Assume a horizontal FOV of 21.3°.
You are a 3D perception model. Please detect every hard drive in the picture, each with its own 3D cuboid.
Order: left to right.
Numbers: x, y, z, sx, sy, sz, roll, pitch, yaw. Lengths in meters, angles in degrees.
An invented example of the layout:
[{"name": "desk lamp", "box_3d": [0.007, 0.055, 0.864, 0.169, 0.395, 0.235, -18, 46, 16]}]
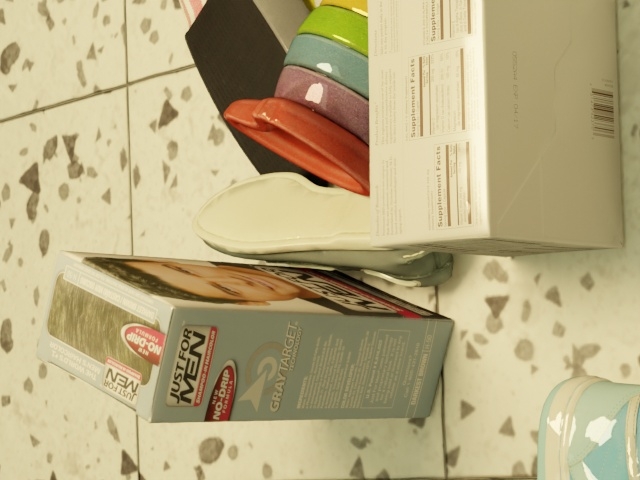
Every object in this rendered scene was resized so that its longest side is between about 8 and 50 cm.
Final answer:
[{"name": "hard drive", "box_3d": [-0.055, -0.178, 1.867, 0.254, 0.054, 0.172, 59, 137, 19]}]

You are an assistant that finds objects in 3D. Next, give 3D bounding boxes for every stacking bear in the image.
[{"name": "stacking bear", "box_3d": [0.056, -0.206, 1.695, 0.289, 0.164, 0.175, -60, 18, -6]}]

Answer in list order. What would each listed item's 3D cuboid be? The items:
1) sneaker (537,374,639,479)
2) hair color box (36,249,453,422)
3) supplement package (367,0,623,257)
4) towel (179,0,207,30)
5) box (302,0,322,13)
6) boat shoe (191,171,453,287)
[{"name": "sneaker", "box_3d": [0.294, 0.273, 1.469, 0.208, 0.127, 0.319, -9, 82, 46]}, {"name": "hair color box", "box_3d": [-0.067, 0.095, 1.670, 0.185, 0.374, 0.113, 22, 102, 44]}, {"name": "supplement package", "box_3d": [0.162, -0.121, 1.575, 0.145, 0.204, 0.261, -6, 83, 44]}, {"name": "towel", "box_3d": [-0.112, -0.336, 1.995, 0.197, 0.029, 0.144, -37, 61, 38]}, {"name": "box", "box_3d": [0.024, -0.268, 1.843, 0.179, 0.043, 0.105, 19, 100, 46]}, {"name": "boat shoe", "box_3d": [0.000, 0.000, 1.785, 0.319, 0.099, 0.116, 2, 47, 38]}]
